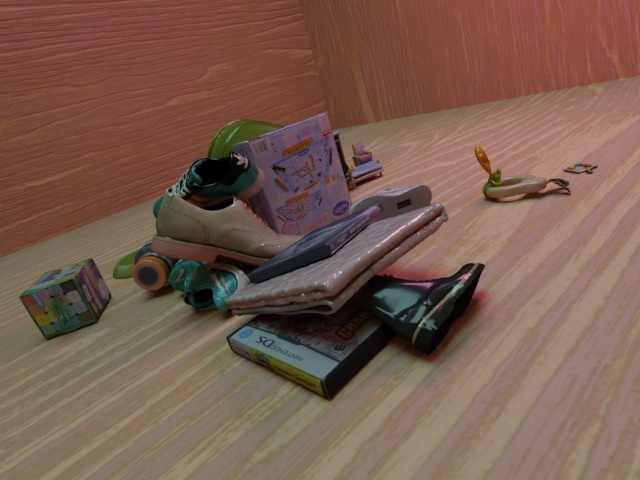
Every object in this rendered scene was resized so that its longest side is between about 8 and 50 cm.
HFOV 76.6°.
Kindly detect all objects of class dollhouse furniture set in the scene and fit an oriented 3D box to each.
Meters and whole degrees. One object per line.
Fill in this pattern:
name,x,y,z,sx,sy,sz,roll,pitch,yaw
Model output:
dollhouse furniture set,0.141,-0.352,1.668,0.287,0.197,0.303,-24,21,-19

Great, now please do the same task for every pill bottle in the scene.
pill bottle,-0.440,0.049,1.152,0.131,0.130,0.245,-15,20,6

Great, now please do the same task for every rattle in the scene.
rattle,0.505,-0.179,1.012,0.130,0.142,0.200,-8,5,-38

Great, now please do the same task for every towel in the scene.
towel,0.023,0.042,0.748,0.317,0.053,0.332,-32,10,-37

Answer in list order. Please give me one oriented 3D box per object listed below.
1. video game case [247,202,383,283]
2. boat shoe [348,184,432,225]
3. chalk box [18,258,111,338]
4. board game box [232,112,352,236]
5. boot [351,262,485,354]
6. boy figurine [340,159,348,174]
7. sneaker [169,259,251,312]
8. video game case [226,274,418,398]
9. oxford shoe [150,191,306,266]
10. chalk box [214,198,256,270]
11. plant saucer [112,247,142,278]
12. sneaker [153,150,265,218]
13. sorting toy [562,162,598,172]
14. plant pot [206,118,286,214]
video game case,0.000,0.000,0.836,0.196,0.026,0.274,-22,7,33
boat shoe,0.184,-0.096,1.126,0.259,0.095,0.084,-13,13,-22
chalk box,-0.649,0.153,1.036,0.132,0.132,0.213,-19,19,-8
board game box,-0.056,-0.159,1.131,0.066,0.317,0.319,2,26,43
boot,0.158,0.070,0.634,0.137,0.076,0.198,27,42,32
boy figurine,-0.014,-0.233,1.582,0.092,0.177,0.285,22,-16,-27
sneaker,-0.274,0.102,0.929,0.276,0.106,0.110,2,36,42
video game case,0.015,0.133,0.703,0.249,0.035,0.275,5,29,47
oxford shoe,-0.164,-0.021,0.919,0.398,0.146,0.141,6,4,-36
chalk box,-0.275,-0.010,1.113,0.181,0.178,0.289,-15,21,1
plant saucer,-0.596,0.057,1.392,0.241,0.037,0.241,-15,20,6
sneaker,-0.289,-0.129,0.952,0.303,0.121,0.108,-21,59,16
sorting toy,0.696,-0.193,1.071,0.062,0.012,0.083,-18,19,-6
plant pot,-0.138,-0.244,1.402,0.353,0.365,0.367,9,31,40
